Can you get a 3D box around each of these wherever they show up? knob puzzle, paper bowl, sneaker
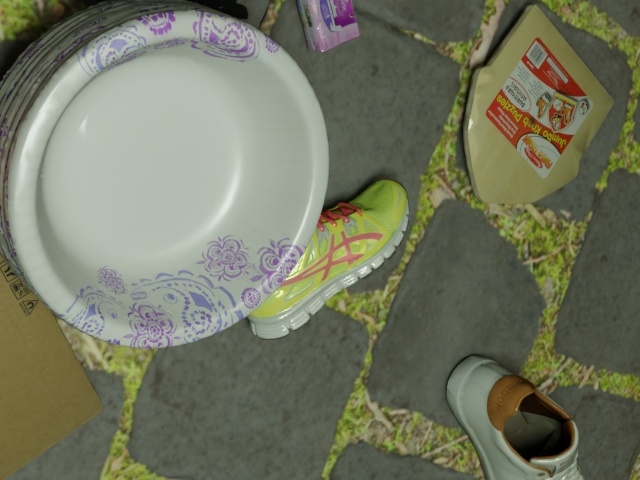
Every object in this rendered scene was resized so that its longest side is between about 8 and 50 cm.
[{"bbox_3d":[0.216,-0.125,1.434,0.213,0.030,0.213,-10,108,-33],"label":"knob puzzle"},{"bbox_3d":[-0.147,-0.064,1.121,0.284,0.148,0.284,-13,116,-28],"label":"paper bowl"},{"bbox_3d":[0.000,0.000,1.290,0.208,0.081,0.094,-42,119,-18],"label":"sneaker"},{"bbox_3d":[0.249,0.255,1.500,0.106,0.123,0.290,-49,125,-16],"label":"sneaker"}]

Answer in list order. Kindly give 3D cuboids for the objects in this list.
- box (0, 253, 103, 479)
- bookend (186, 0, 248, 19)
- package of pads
[{"bbox_3d":[-0.298,0.113,1.152,0.164,0.021,0.201,-35,119,-22],"label":"box"},{"bbox_3d":[-0.133,-0.279,1.131,0.156,0.072,0.157,4,99,-35],"label":"bookend"},{"bbox_3d":[0.004,-0.226,1.263,0.050,0.032,0.083,-28,116,-24],"label":"package of pads"}]
